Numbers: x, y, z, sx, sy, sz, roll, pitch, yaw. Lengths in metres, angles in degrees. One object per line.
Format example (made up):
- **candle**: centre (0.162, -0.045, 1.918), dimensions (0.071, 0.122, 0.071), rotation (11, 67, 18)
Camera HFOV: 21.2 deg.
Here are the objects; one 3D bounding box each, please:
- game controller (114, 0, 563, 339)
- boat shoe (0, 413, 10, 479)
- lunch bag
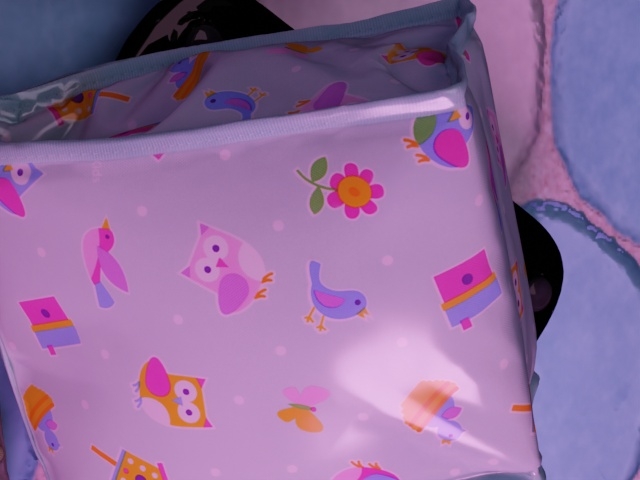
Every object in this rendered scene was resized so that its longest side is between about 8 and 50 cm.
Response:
- **game controller**: centre (0.000, 0.000, 0.953), dimensions (0.319, 0.067, 0.166), rotation (35, 75, -29)
- **boat shoe**: centre (-0.168, 0.143, 0.848), dimensions (0.073, 0.080, 0.223), rotation (-19, 99, -25)
- **lunch bag**: centre (-0.037, 0.020, 0.823), dimensions (0.262, 0.160, 0.223), rotation (-9, 114, 12)
